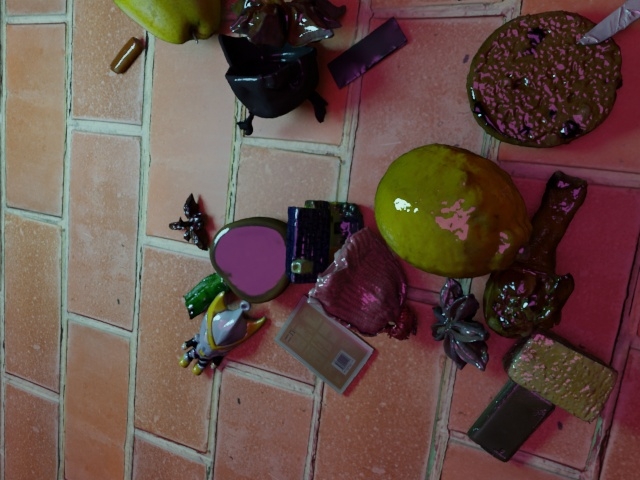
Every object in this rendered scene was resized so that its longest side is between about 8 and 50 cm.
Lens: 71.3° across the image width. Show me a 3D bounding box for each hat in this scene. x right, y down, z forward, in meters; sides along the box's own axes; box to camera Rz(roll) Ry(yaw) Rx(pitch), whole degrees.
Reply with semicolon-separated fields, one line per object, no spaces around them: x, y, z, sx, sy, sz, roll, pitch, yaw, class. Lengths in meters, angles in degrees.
-0.125;-0.396;1.129;0.238;0.209;0.336;-20;48;-12;hat
0.124;0.132;1.073;0.286;0.107;0.237;43;74;-14;hat

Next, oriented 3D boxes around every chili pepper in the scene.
-0.329;0.153;1.311;0.224;0.061;0.098;-36;51;29;chili pepper

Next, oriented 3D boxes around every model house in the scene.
0.000;0.000;1.083;0.170;0.211;0.194;7;98;24;model house

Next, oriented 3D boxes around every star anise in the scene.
-0.392;-0.041;1.278;0.158;0.144;0.140;39;117;13;star anise
-0.089;-0.525;1.032;0.292;0.349;0.109;15;131;3;star anise
0.316;0.200;0.997;0.212;0.073;0.197;98;154;-49;star anise

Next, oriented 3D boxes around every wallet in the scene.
0.444;0.418;1.043;0.110;0.031;0.198;34;108;15;wallet

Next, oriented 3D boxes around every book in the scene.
0.005;0.283;1.215;0.241;0.018;0.170;37;107;14;book

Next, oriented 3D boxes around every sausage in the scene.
-0.590;-0.557;1.351;0.131;0.039;0.041;-37;89;23;sausage

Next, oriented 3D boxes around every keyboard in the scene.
0.111;-0.455;1.089;0.196;0.015;0.074;-29;81;22;keyboard

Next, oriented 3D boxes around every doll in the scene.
-0.302;0.276;1.298;0.145;0.103;0.316;47;116;7;doll

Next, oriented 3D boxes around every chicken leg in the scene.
0.442;0.042;0.905;0.140;0.211;0.361;17;107;-13;chicken leg

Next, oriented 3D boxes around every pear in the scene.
-0.400;-0.680;1.141;0.336;0.285;0.285;33;108;0;pear

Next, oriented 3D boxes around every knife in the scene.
0.623;-0.457;0.844;0.298;0.017;0.047;-34;81;10;knife

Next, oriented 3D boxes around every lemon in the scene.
0.258;-0.056;0.919;0.285;0.285;0.316;-30;41;22;lemon

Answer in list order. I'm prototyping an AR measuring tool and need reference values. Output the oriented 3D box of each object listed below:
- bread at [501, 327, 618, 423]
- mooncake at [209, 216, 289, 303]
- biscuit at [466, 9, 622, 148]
0.511;0.279;0.962;0.196;0.102;0.138;28;108;14;bread
-0.166;0.038;1.200;0.234;0.117;0.235;1;94;8;mooncake
0.454;-0.328;0.925;0.295;0.075;0.296;1;95;14;biscuit
